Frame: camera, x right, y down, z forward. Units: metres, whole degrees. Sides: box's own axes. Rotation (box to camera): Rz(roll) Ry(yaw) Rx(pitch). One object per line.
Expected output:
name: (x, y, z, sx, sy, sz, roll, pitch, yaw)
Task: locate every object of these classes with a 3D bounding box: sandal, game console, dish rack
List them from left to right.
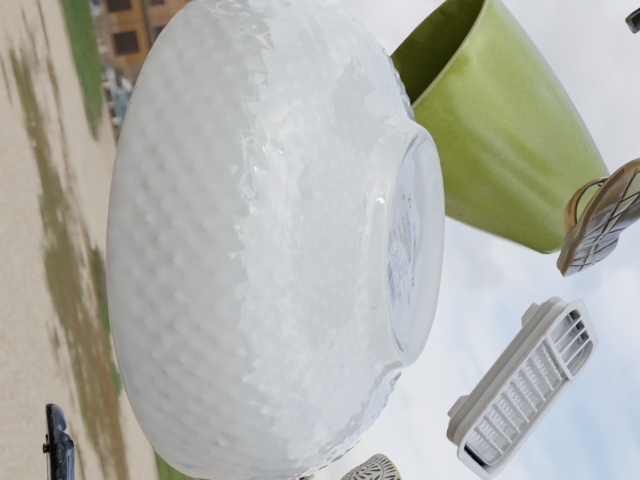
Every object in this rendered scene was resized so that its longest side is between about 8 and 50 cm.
game console: (-0.361, 0.369, 1.404, 0.213, 0.043, 0.361, 52, -38, 47)
dish rack: (0.342, 0.249, 1.794, 0.072, 0.333, 0.285, 36, -6, 31)
sandal: (0.251, -0.025, 0.941, 0.180, 0.072, 0.049, 103, -34, -61)

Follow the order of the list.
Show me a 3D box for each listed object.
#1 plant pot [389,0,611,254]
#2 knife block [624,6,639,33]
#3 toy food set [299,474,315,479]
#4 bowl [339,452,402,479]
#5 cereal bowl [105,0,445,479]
plant pot: (0.218, -0.122, 1.305, 0.293, 0.275, 0.275, 38, 0, -15)
knife block: (0.328, -0.260, 0.765, 0.242, 0.276, 0.088, 20, -28, 31)
toy food set: (-0.076, 0.405, 1.818, 0.104, 0.111, 0.232, 46, -68, 23)
bowl: (0.053, 0.367, 1.346, 0.170, 0.080, 0.170, 175, -90, -70)
cereal bowl: (0.000, 0.000, 0.707, 0.339, 0.141, 0.339, 4, 90, -71)
